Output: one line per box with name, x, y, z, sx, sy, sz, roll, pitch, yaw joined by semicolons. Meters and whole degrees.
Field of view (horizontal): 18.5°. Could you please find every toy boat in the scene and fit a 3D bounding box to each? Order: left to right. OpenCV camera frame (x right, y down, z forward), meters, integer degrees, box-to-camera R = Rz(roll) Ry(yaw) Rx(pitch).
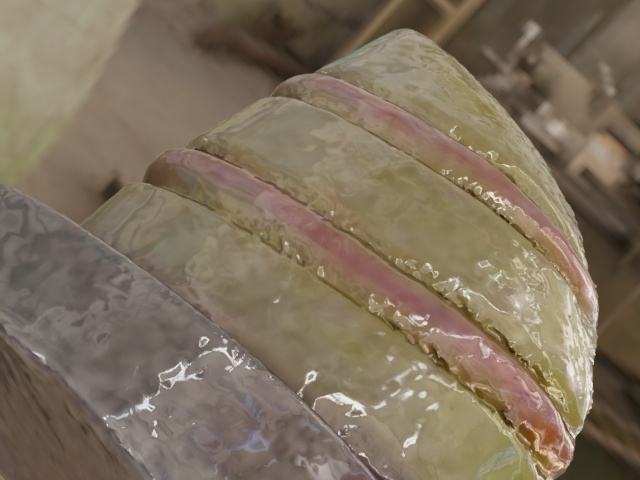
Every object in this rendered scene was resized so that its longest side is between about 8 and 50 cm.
toy boat;-0.013;0.021;0.745;0.276;0.294;0.111;50;-26;41
